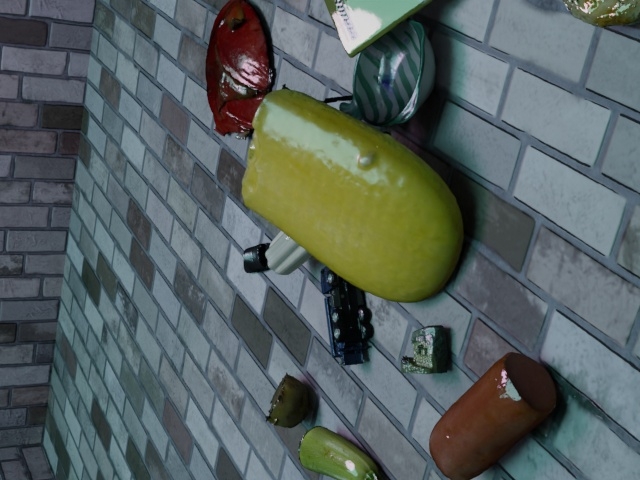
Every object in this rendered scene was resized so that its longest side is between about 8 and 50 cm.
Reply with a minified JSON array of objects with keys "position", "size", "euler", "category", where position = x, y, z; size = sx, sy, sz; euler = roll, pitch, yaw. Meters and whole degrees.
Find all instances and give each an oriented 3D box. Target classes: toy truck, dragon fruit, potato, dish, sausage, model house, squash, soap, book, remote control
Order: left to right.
[{"position":[-0.205,-0.414,2.343],"size":[0.282,0.100,0.344],"euler":[13,103,56],"category":"dragon fruit"},{"position":[-0.056,0.345,2.111],"size":[0.172,0.089,0.101],"euler":[-67,2,-87],"category":"potato"},{"position":[-0.041,-0.009,1.993],"size":[0.230,0.049,0.090],"euler":[-43,54,47],"category":"remote control"},{"position":[0.049,0.143,1.918],"size":[0.088,0.074,0.202],"euler":[142,123,-65],"category":"toy truck"},{"position":[0.055,0.438,1.903],"size":[0.224,0.094,0.094],"euler":[16,104,51],"category":"squash"},{"position":[0.058,-0.068,1.712],"size":[0.427,0.115,0.306],"euler":[35,128,17],"category":"soap"},{"position":[0.135,-0.282,1.733],"size":[0.246,0.078,0.224],"euler":[-47,48,40],"category":"dish"},{"position":[0.135,-0.498,1.659],"size":[0.352,0.035,0.239],"euler":[-30,74,36],"category":"book"},{"position":[0.178,0.187,1.684],"size":[0.078,0.066,0.083],"euler":[-8,82,59],"category":"model house"},{"position":[0.254,0.280,1.508],"size":[0.259,0.113,0.114],"euler":[-56,44,43],"category":"sausage"}]

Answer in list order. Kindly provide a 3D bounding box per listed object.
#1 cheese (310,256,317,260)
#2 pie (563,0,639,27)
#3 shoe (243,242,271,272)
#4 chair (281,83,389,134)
[{"position":[-0.002,0.006,2.023],"size":[0.171,0.047,0.092],"euler":[60,139,41],"category":"cheese"},{"position":[0.410,-0.409,1.285],"size":[0.274,0.055,0.274],"euler":[-6,83,56],"category":"pie"},{"position":[-0.161,0.045,2.304],"size":[0.159,0.053,0.062],"euler":[-24,66,61],"category":"shoe"},{"position":[0.001,-0.208,1.858],"size":[0.149,0.213,0.174],"euler":[-49,48,42],"category":"chair"}]
